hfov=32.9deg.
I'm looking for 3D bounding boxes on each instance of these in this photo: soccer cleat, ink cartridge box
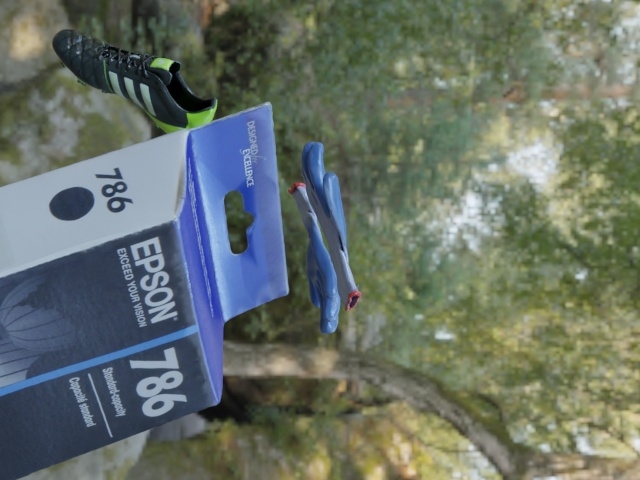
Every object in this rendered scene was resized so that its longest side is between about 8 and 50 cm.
[{"bbox_3d":[-0.185,-0.168,1.099,0.072,0.179,0.060,-47,-165,42],"label":"soccer cleat"},{"bbox_3d":[-0.161,0.053,0.555,0.165,0.332,0.065,85,-20,-49],"label":"ink cartridge box"}]

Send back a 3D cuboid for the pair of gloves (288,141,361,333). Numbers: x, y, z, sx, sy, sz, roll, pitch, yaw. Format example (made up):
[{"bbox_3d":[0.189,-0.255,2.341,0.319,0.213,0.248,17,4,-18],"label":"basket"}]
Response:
[{"bbox_3d":[0.000,0.000,1.021,0.198,0.023,0.159,113,-37,-72],"label":"pair of gloves"}]
